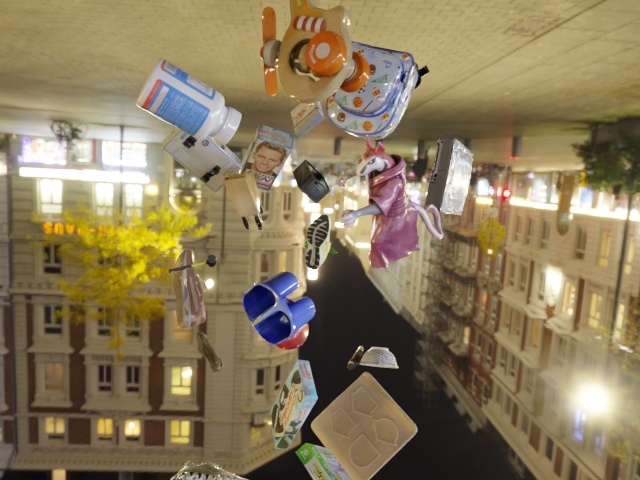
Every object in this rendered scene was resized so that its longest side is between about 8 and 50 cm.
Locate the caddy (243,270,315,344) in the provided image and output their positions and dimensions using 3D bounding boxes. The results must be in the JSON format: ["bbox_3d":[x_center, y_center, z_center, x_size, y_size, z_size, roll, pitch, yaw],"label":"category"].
[{"bbox_3d":[-0.180,0.270,1.882,0.179,0.241,0.341,-31,174,-35],"label":"caddy"}]

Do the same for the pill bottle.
[{"bbox_3d":[-0.306,-0.318,1.149,0.222,0.124,0.124,28,175,-27],"label":"pill bottle"}]

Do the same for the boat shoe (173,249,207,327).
[{"bbox_3d":[-0.540,0.201,2.029,0.116,0.324,0.123,2,168,-34],"label":"boat shoe"}]

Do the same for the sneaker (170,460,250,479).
[{"bbox_3d":[-0.335,0.784,1.585,0.292,0.110,0.118,7,-167,8],"label":"sneaker"}]

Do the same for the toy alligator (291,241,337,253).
[{"bbox_3d":[-0.021,0.012,1.927,0.190,0.051,0.056,12,173,13],"label":"toy alligator"}]

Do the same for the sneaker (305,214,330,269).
[{"bbox_3d":[0.000,0.000,1.784,0.081,0.208,0.094,23,-159,23],"label":"sneaker"}]

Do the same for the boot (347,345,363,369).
[{"bbox_3d":[0.157,0.521,2.159,0.037,0.106,0.114,36,180,6],"label":"boot"}]

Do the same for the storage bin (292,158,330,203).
[{"bbox_3d":[-0.041,-0.255,2.091,0.122,0.084,0.180,39,-164,-31],"label":"storage bin"}]

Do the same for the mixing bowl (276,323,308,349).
[{"bbox_3d":[-0.143,0.384,2.124,0.182,0.181,0.098,3,163,0],"label":"mixing bowl"}]

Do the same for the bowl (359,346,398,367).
[{"bbox_3d":[0.255,0.506,2.105,0.170,0.080,0.170,6,165,2],"label":"bowl"}]

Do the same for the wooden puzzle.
[{"bbox_3d":[0.181,0.783,2.027,0.322,0.348,0.080,45,179,29],"label":"wooden puzzle"}]

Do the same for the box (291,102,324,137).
[{"bbox_3d":[-0.060,-0.565,2.181,0.038,0.145,0.186,35,-150,-37],"label":"box"}]

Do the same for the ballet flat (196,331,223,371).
[{"bbox_3d":[-0.549,0.545,2.405,0.058,0.084,0.250,-16,-135,-32],"label":"ballet flat"}]

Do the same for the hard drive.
[{"bbox_3d":[0.445,-0.207,1.649,0.064,0.236,0.339,13,-174,27],"label":"hard drive"}]

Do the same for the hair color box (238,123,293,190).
[{"bbox_3d":[-0.272,-0.395,2.359,0.174,0.105,0.347,14,146,-18],"label":"hair color box"}]

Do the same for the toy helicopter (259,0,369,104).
[{"bbox_3d":[-0.045,-0.467,1.054,0.235,0.355,0.140,-13,172,29],"label":"toy helicopter"}]

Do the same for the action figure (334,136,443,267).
[{"bbox_3d":[0.179,-0.095,1.202,0.276,0.370,0.248,-9,-134,5],"label":"action figure"}]

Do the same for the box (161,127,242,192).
[{"bbox_3d":[-0.482,-0.355,1.996,0.290,0.169,0.087,44,-168,-32],"label":"box"}]

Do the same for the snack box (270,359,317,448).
[{"bbox_3d":[-0.113,0.659,1.948,0.060,0.322,0.187,14,-151,-23],"label":"snack box"}]

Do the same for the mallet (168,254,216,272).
[{"bbox_3d":[-0.500,0.095,1.907,0.190,0.039,0.062,-12,161,-26],"label":"mallet"}]

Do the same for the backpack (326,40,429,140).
[{"bbox_3d":[0.143,-0.437,1.439,0.277,0.263,0.213,21,-164,22],"label":"backpack"}]

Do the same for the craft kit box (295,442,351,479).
[{"bbox_3d":[0.044,0.834,1.693,0.247,0.061,0.250,42,174,33],"label":"craft kit box"}]

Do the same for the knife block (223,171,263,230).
[{"bbox_3d":[-0.295,-0.147,1.943,0.088,0.242,0.275,-10,-174,3],"label":"knife block"}]
